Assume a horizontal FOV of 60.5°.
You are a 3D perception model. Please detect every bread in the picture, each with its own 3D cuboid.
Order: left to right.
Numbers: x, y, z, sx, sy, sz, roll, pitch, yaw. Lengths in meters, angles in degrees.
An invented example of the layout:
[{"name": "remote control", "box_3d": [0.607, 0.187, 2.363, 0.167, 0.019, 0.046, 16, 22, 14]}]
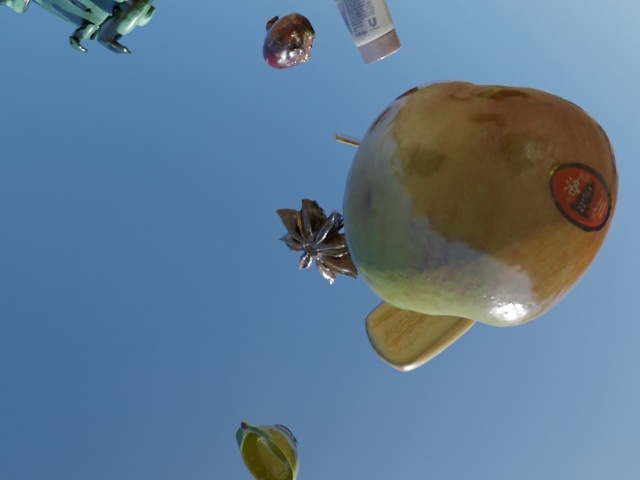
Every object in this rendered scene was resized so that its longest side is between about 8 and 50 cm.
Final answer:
[{"name": "bread", "box_3d": [0.194, 0.148, 1.036, 0.147, 0.217, 0.098, 56, -175, 36]}]

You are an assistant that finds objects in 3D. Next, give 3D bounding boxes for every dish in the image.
[{"name": "dish", "box_3d": [-0.110, 0.489, 1.281, 0.080, 0.149, 0.207, -33, -83, -54]}]

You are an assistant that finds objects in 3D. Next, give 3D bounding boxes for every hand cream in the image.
[{"name": "hand cream", "box_3d": [0.072, -0.477, 1.078, 0.083, 0.133, 0.247, -41, -65, -33]}]

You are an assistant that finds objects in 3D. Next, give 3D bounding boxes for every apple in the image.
[{"name": "apple", "box_3d": [0.199, -0.039, 0.725, 0.339, 0.304, 0.338, 17, -179, 0]}]

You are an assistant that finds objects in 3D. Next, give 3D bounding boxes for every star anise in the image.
[{"name": "star anise", "box_3d": [-0.002, -0.001, 1.730, 0.332, 0.331, 0.117, 39, -132, 9]}]

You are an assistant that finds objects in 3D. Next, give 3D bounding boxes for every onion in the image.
[{"name": "onion", "box_3d": [-0.060, -0.361, 0.990, 0.097, 0.107, 0.107, 50, -135, 3]}]

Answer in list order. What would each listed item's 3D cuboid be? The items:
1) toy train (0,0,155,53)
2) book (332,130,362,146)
[{"name": "toy train", "box_3d": [-0.167, -0.229, 0.410, 0.115, 0.154, 0.269, 25, 180, -30]}, {"name": "book", "box_3d": [0.150, -0.238, 1.423, 0.242, 0.018, 0.170, 16, -166, -5]}]
